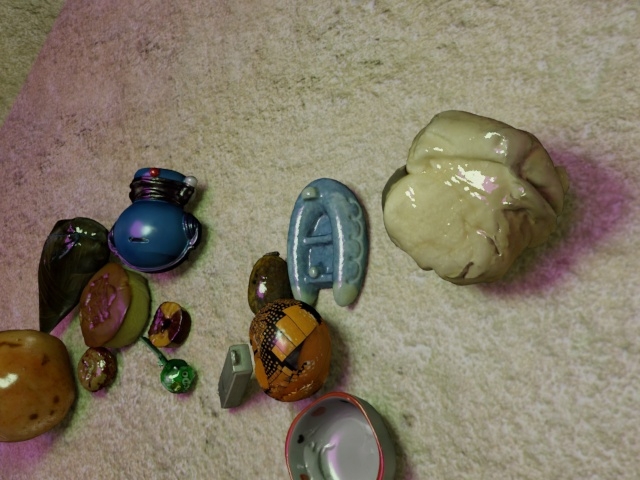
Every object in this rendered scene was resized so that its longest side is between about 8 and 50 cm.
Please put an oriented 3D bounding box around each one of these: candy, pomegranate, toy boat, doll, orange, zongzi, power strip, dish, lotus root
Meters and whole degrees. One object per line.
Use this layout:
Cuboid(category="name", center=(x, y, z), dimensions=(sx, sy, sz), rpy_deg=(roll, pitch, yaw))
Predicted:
Cuboid(category="candy", center=(-0.463, 0.348, 1.758), dimensions=(0.323, 0.097, 0.097), rpy_deg=(26, 91, 50))
Cuboid(category="pomegranate", center=(-0.986, 0.485, 1.949), dimensions=(0.409, 0.410, 0.411), rpy_deg=(-14, 66, 35))
Cuboid(category="toy boat", center=(0.000, 0.000, 1.467), dimensions=(0.215, 0.123, 0.330), rpy_deg=(-6, 72, 39))
Cuboid(category="doll", center=(-0.489, -0.055, 1.800), dimensions=(0.284, 0.240, 0.310), rpy_deg=(2, 80, 9))
Cuboid(category="orange", center=(-0.069, 0.246, 1.372), dimensions=(0.234, 0.182, 0.235), rpy_deg=(178, 90, -80))
Cuboid(category="zongzi", center=(-0.827, 0.135, 1.963), dimensions=(0.403, 0.207, 0.433), rpy_deg=(-4, 68, 63))
Cuboid(category="power strip", center=(-0.211, 0.336, 1.477), dimensions=(0.272, 0.052, 0.078), rpy_deg=(114, 146, -51))
Cuboid(category="dish", center=(0.055, 0.452, 1.267), dimensions=(0.256, 0.117, 0.257), rpy_deg=(-14, 66, 35))
Cuboid(category="lotus root", center=(-0.125, 0.126, 1.523), dimensions=(0.120, 0.120, 0.210), rpy_deg=(-13, 64, 35))

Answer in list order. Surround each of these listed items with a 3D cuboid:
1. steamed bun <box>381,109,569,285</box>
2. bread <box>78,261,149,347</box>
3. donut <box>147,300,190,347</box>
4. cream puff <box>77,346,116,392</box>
Cuboid(category="steamed bun", center=(0.299, -0.087, 1.175), dimensions=(0.325, 0.230, 0.372), rpy_deg=(45, 135, 24))
Cuboid(category="bread", center=(-0.655, 0.208, 1.898), dimensions=(0.269, 0.148, 0.270), rpy_deg=(-14, 66, 35))
Cuboid(category="donut", center=(-0.441, 0.249, 1.768), dimensions=(0.140, 0.059, 0.141), rpy_deg=(-16, 60, 30))
Cuboid(category="cream puff", center=(-0.704, 0.409, 1.912), dimensions=(0.149, 0.084, 0.149), rpy_deg=(-11, 72, 36))
